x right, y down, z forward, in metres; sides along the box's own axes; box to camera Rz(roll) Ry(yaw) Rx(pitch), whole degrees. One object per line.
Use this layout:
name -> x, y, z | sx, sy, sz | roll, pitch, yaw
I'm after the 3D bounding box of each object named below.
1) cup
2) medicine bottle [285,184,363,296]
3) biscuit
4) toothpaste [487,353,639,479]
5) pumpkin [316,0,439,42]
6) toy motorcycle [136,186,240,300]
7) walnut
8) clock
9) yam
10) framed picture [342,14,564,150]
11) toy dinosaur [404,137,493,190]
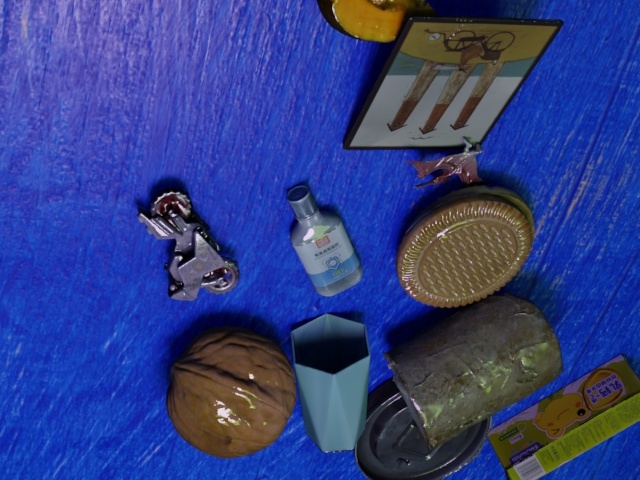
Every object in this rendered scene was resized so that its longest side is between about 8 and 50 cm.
cup -> 0.025, 0.265, 2.079 | 0.134, 0.148, 0.236 | -5, 129, 1
medicine bottle -> 0.000, 0.000, 1.938 | 0.090, 0.054, 0.209 | -26, 127, 0
biscuit -> 0.248, 0.011, 2.001 | 0.259, 0.079, 0.259 | -10, 134, -11
toothpaste -> 0.490, 0.358, 2.313 | 0.327, 0.110, 0.077 | -31, 126, 4
pumpkin -> 0.082, -0.334, 1.694 | 0.248, 0.131, 0.126 | 37, 98, -29
toy motorcycle -> -0.220, 0.014, 1.864 | 0.122, 0.080, 0.215 | -32, 122, 2
walnut -> -0.153, 0.253, 1.974 | 0.227, 0.228, 0.228 | -9, 126, -13
clock -> 0.191, 0.360, 2.250 | 0.280, 0.055, 0.281 | -9, 126, -13
yam -> 0.269, 0.217, 2.074 | 0.300, 0.195, 0.195 | -27, 128, -12
framed picture -> 0.191, -0.230, 1.776 | 0.244, 0.013, 0.324 | -2, 150, -19
toy dinosaur -> 0.216, -0.119, 1.924 | 0.220, 0.032, 0.108 | 14, 131, -41
